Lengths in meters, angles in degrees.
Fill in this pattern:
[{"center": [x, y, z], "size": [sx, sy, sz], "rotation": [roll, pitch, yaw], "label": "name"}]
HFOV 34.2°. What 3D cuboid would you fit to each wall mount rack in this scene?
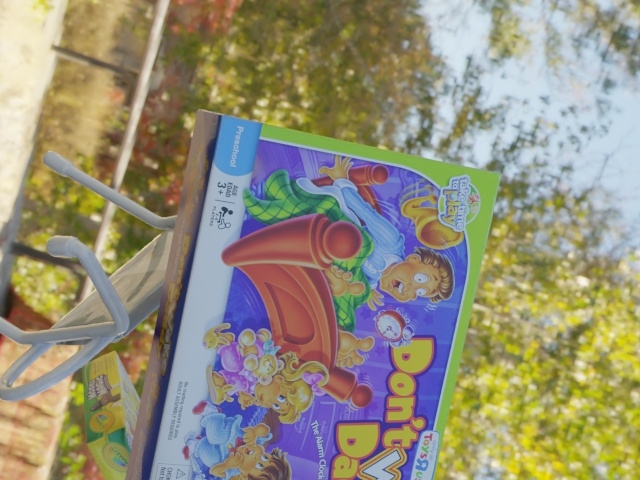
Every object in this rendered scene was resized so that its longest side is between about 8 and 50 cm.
[{"center": [-0.220, -0.002, 0.984], "size": [0.304, 0.130, 0.350], "rotation": [-8, -153, 44], "label": "wall mount rack"}]

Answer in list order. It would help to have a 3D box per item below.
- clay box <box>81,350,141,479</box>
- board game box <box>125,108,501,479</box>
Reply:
[{"center": [-0.234, 0.238, 1.236], "size": [0.222, 0.053, 0.127], "rotation": [-122, -170, -66], "label": "clay box"}, {"center": [-0.011, 0.091, 0.821], "size": [0.078, 0.233, 0.347], "rotation": [-155, -104, -68], "label": "board game box"}]
